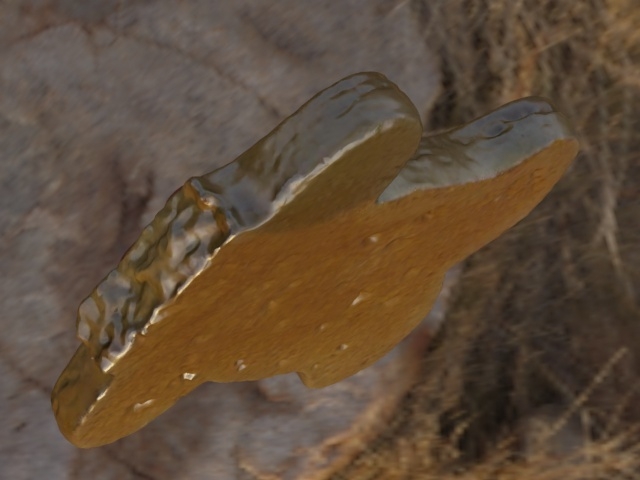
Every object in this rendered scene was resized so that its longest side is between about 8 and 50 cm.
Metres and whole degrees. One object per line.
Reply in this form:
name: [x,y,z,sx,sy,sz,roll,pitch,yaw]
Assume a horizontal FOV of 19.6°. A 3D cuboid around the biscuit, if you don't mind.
biscuit: [0.000,0.000,1.343,0.394,0.368,0.076,-9,58,-50]
